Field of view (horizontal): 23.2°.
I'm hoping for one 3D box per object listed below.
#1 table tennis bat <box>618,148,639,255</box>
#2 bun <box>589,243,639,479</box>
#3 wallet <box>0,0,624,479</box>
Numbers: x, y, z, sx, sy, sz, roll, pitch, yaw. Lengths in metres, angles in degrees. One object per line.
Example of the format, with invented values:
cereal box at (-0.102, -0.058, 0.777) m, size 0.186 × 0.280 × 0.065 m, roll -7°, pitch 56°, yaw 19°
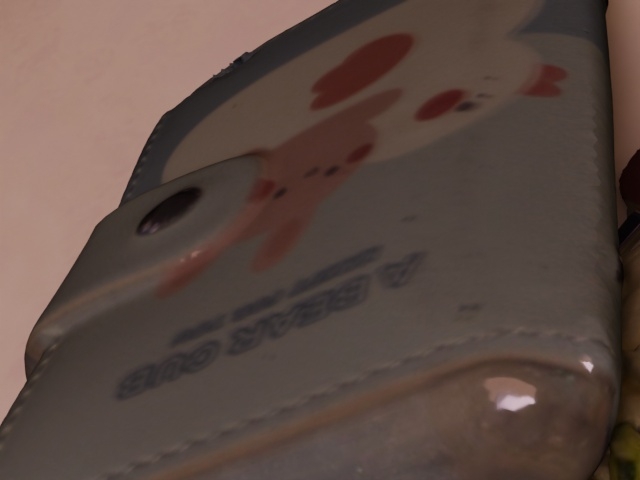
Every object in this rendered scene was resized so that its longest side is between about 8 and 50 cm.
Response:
table tennis bat at (0.141, -0.017, 0.650) m, size 0.083 × 0.007 × 0.050 m, roll -47°, pitch 47°, yaw -9°
bun at (0.115, 0.094, 0.495) m, size 0.229 × 0.145 × 0.229 m, roll -15°, pitch 55°, yaw 23°
wallet at (0.000, 0.000, 0.603) m, size 0.252 × 0.083 × 0.360 m, roll -25°, pitch 24°, yaw 23°
